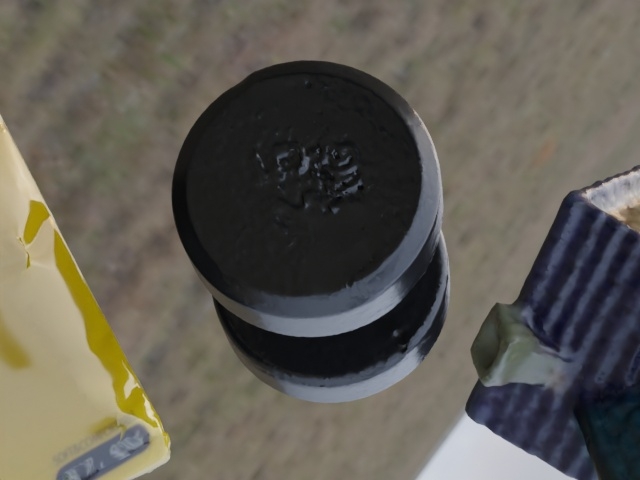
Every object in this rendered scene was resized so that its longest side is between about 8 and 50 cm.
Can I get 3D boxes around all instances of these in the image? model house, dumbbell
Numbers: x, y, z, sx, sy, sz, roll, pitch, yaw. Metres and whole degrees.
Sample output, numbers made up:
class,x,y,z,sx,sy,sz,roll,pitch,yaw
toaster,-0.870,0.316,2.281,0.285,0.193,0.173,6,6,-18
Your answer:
class,x,y,z,sx,sy,sz,roll,pitch,yaw
model house,0.261,0.110,1.325,0.312,0.280,0.245,-104,-149,-54
dumbbell,0.000,0.000,1.130,0.152,0.152,0.218,-52,165,-12

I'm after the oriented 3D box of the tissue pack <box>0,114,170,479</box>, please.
class,x,y,z,sx,sy,sz,roll,pitch,yaw
tissue pack,-0.319,0.086,0.983,0.382,0.293,0.228,-28,-178,-33
